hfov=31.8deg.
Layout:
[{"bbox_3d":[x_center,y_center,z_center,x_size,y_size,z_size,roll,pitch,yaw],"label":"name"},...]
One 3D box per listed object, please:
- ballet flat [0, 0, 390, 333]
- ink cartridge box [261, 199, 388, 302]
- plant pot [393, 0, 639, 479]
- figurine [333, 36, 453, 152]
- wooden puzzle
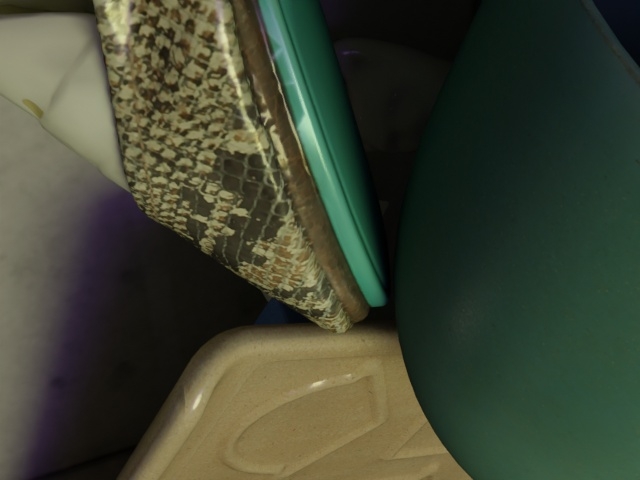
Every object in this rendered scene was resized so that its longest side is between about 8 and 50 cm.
[{"bbox_3d":[-0.082,-0.157,0.425,0.182,0.164,0.482,-6,128,3],"label":"ballet flat"},{"bbox_3d":[0.000,0.000,0.673,0.048,0.028,0.083,8,122,-35],"label":"ink cartridge box"},{"bbox_3d":[0.168,0.004,0.495,0.293,0.293,0.235,-1,142,-30],"label":"plant pot"},{"bbox_3d":[0.107,-0.130,0.594,0.209,0.092,0.215,-3,129,-18],"label":"figurine"},{"bbox_3d":[0.011,0.122,0.709,0.348,0.080,0.322,-5,147,-33],"label":"wooden puzzle"}]
